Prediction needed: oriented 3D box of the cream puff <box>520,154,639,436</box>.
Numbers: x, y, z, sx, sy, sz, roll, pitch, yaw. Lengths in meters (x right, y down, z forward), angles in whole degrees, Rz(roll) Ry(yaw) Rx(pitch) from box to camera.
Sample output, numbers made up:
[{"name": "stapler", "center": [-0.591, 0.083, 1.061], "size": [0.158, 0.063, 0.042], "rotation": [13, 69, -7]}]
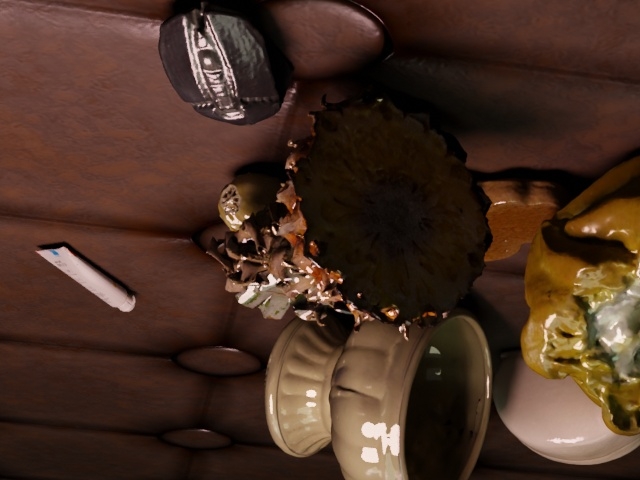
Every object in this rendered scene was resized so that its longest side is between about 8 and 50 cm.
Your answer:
[{"name": "cream puff", "center": [0.383, 0.035, 1.447], "size": [0.323, 0.270, 0.274], "rotation": [-29, -177, 26]}]

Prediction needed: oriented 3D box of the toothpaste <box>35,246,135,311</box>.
[{"name": "toothpaste", "center": [-0.315, 0.051, 1.807], "size": [0.048, 0.031, 0.190], "rotation": [-6, 151, 27]}]

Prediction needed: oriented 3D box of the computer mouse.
[{"name": "computer mouse", "center": [-0.089, -0.157, 1.259], "size": [0.106, 0.062, 0.192], "rotation": [-3, 157, 14]}]

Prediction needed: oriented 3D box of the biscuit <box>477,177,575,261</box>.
[{"name": "biscuit", "center": [0.153, -0.016, 1.567], "size": [0.183, 0.047, 0.320], "rotation": [19, 151, -27]}]

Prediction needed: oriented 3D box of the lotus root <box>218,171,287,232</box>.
[{"name": "lotus root", "center": [-0.035, -0.025, 1.531], "size": [0.183, 0.077, 0.090], "rotation": [22, 157, -30]}]

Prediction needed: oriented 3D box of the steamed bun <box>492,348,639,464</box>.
[{"name": "steamed bun", "center": [0.388, 0.250, 1.991], "size": [0.241, 0.164, 0.146], "rotation": [-9, 154, 24]}]

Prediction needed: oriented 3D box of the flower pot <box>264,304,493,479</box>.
[{"name": "flower pot", "center": [0.078, 0.217, 1.834], "size": [0.244, 0.307, 0.307], "rotation": [8, 162, 33]}]

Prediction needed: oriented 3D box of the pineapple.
[{"name": "pineapple", "center": [0.000, 0.000, 1.377], "size": [0.262, 0.262, 0.271], "rotation": [18, 153, -30]}]
